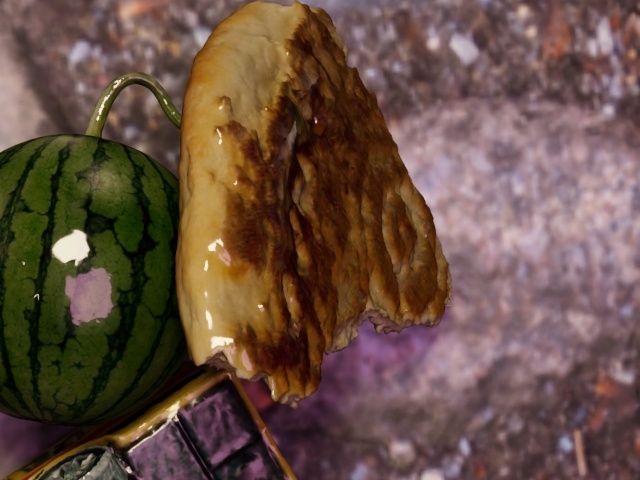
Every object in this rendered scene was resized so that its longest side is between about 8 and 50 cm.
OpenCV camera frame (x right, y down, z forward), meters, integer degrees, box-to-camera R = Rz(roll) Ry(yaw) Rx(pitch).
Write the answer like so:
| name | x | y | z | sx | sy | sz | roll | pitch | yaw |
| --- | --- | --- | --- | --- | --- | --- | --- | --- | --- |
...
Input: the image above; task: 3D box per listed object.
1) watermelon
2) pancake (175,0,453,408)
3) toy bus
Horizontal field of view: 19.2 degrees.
| name | x | y | z | sx | sy | sz | roll | pitch | yaw |
| --- | --- | --- | --- | --- | --- | --- | --- | --- | --- |
| watermelon | -0.122 | 0.001 | 0.961 | 0.141 | 0.141 | 0.187 | 15 | 71 | -21 |
| pancake | 0.000 | 0.000 | 0.999 | 0.244 | 0.057 | 0.266 | 43 | 39 | -47 |
| toy bus | -0.167 | 0.194 | 0.961 | 0.335 | 0.123 | 0.121 | -33 | 106 | -15 |
